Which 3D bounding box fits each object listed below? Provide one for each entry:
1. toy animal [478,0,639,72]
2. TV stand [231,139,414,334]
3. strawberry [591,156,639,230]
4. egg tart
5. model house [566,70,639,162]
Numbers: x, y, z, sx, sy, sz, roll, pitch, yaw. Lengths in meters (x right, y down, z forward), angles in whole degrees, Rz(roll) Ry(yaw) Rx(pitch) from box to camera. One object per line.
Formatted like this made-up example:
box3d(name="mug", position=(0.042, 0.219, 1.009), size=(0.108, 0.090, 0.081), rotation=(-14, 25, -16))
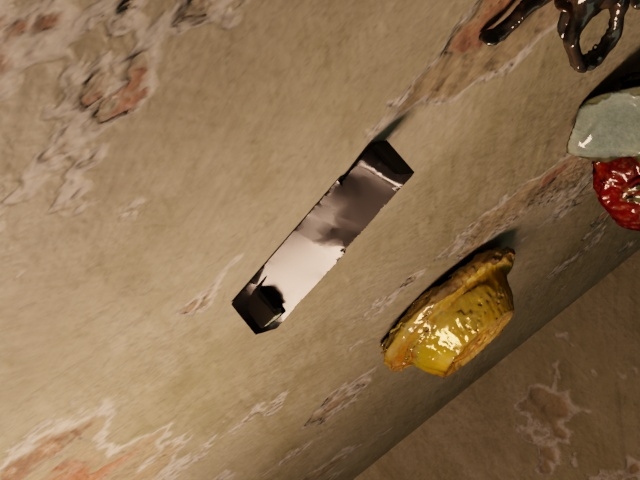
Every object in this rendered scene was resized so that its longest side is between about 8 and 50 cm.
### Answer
box3d(name="toy animal", position=(0.257, -0.245, 1.293), size=(0.233, 0.084, 0.148), rotation=(-12, 132, -48))
box3d(name="TV stand", position=(0.000, 0.000, 1.399), size=(0.256, 0.049, 0.040), rotation=(-48, 162, 29))
box3d(name="strawberry", position=(0.552, -0.140, 2.025), size=(0.274, 0.274, 0.220), rotation=(-51, -161, 35))
box3d(name="egg tart", position=(0.230, 0.128, 2.193), size=(0.288, 0.118, 0.288), rotation=(-38, 161, -15))
box3d(name="model house", position=(0.430, -0.186, 1.831), size=(0.165, 0.106, 0.152), rotation=(-6, -154, 42))
